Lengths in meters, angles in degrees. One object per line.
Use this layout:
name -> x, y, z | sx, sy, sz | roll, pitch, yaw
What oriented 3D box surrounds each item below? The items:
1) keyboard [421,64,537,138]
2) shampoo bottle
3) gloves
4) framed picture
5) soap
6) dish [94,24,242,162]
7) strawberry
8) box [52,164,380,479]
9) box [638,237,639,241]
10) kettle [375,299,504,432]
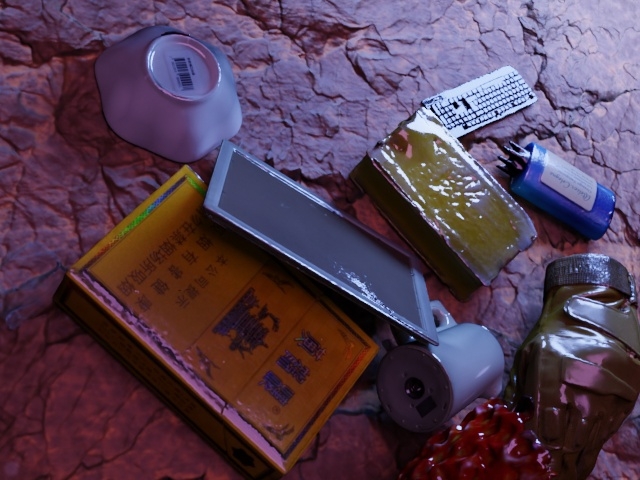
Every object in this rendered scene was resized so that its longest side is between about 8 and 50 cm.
keyboard -> 0.234, -0.203, 1.365 | 0.196, 0.015, 0.074 | -25, 79, -33
shampoo bottle -> 0.330, -0.078, 1.332 | 0.183, 0.050, 0.087 | 30, 60, -11
gloves -> 0.309, 0.165, 1.154 | 0.154, 0.141, 0.331 | 29, 57, -13
framed picture -> 0.000, 0.000, 1.078 | 0.296, 0.019, 0.232 | 32, 20, -12
soap -> 0.162, -0.048, 1.221 | 0.233, 0.076, 0.135 | 49, 57, 1
dish -> -0.171, -0.191, 1.129 | 0.190, 0.066, 0.191 | 11, 63, -21
strawberry -> 0.161, 0.291, 0.994 | 0.177, 0.234, 0.234 | -18, 75, -11
box -> -0.107, 0.090, 1.017 | 0.301, 0.084, 0.193 | 43, 56, -2
box -> 0.521, 0.044, 1.334 | 0.060, 0.111, 0.156 | 8, 66, -24
kettle -> 0.133, 0.145, 1.088 | 0.126, 0.098, 0.148 | 26, 23, 30
